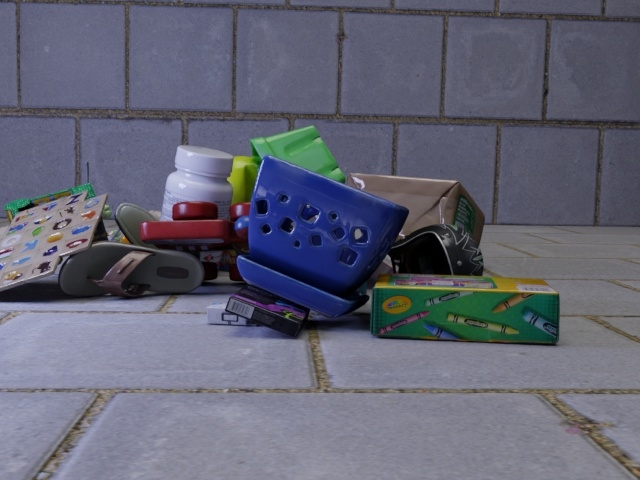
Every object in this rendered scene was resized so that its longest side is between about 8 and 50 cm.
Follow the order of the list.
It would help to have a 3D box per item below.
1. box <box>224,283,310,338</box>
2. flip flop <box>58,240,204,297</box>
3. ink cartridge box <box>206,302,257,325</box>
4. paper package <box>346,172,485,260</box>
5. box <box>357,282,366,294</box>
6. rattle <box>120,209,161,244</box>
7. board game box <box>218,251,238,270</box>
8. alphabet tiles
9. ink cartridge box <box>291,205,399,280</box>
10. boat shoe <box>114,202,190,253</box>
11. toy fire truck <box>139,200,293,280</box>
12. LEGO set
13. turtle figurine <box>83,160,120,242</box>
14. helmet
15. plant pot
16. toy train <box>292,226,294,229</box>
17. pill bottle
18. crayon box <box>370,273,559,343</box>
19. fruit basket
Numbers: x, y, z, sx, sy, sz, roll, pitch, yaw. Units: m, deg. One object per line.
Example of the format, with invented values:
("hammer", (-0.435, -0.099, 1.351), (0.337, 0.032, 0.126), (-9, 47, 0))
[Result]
("box", (-0.079, 0.108, 1.294), (0.116, 0.029, 0.162), (20, 5, 3))
("flip flop", (-0.358, 0.068, 1.567), (0.277, 0.112, 0.080), (4, 19, -19))
("ink cartridge box", (-0.139, 0.120, 1.332), (0.083, 0.028, 0.048), (2, 5, 7))
("paper package", (0.241, -0.046, 2.101), (0.310, 0.168, 0.325), (5, -10, 23))
("box", (-0.023, 0.083, 1.606), (0.100, 0.060, 0.244), (-3, 6, -37))
("rattle", (-0.488, -0.003, 2.490), (0.200, 0.130, 0.143), (34, 33, 27))
("board game box", (-0.143, 0.032, 2.071), (0.347, 0.078, 0.233), (6, 6, 42))
("alphabet tiles", (-0.572, 0.001, 1.626), (0.285, 0.011, 0.342), (-17, 29, 6))
("ink cartridge box", (0.045, -0.001, 1.778), (0.296, 0.066, 0.261), (33, 10, -29))
("boat shoe", (-0.376, 0.007, 1.812), (0.228, 0.081, 0.069), (45, -33, -23))
("toy fire truck", (-0.207, -0.004, 1.704), (0.302, 0.169, 0.254), (0, -6, -1))
("LEGO set", (-0.577, 0.018, 1.845), (0.255, 0.192, 0.331), (-21, 28, -23))
("turtle figurine", (-0.660, -0.063, 2.441), (0.198, 0.274, 0.266), (36, 4, 4))
("helmet", (0.221, 0.046, 1.508), (0.162, 0.169, 0.169), (-15, -1, 20))
("plant pot", (0.000, 0.000, 1.377), (0.236, 0.212, 0.236), (21, 4, 12))
("toy train", (-0.119, -0.024, 1.989), (0.166, 0.046, 0.125), (-2, 6, -35))
("pill bottle", (-0.296, -0.074, 1.939), (0.160, 0.283, 0.160), (12, 12, -3))
("crayon box", (0.223, 0.104, 1.290), (0.278, 0.081, 0.165), (1, 5, 7))
("fruit basket", (-0.142, -0.125, 2.158), (0.392, 0.283, 0.392), (-30, -9, -5))
